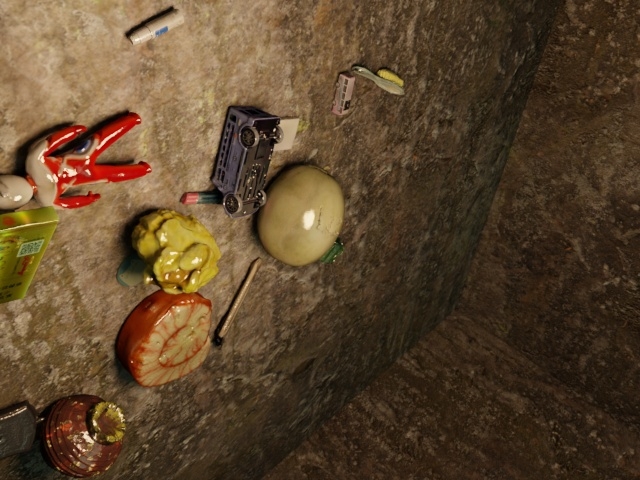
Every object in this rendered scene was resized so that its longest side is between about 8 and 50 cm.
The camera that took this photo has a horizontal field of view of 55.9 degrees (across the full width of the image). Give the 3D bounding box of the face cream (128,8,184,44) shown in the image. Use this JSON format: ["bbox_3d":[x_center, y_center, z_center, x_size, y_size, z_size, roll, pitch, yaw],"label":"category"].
[{"bbox_3d":[-0.352,-0.453,1.288,0.130,0.034,0.034,-39,147,-26],"label":"face cream"}]

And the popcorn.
[{"bbox_3d":[-0.379,0.029,1.580,0.194,0.255,0.256,-32,123,3],"label":"popcorn"}]

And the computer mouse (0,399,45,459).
[{"bbox_3d":[-0.838,0.498,1.534,0.264,0.088,0.147,-12,114,-49],"label":"computer mouse"}]

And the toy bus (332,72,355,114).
[{"bbox_3d":[0.072,-0.456,1.885,0.037,0.052,0.131,-27,140,-42],"label":"toy bus"}]

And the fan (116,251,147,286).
[{"bbox_3d":[-0.497,0.090,1.680,0.113,0.005,0.175,-52,149,-6],"label":"fan"}]

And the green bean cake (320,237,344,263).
[{"bbox_3d":[0.000,0.000,2.108,0.107,0.208,0.193,-54,149,5],"label":"green bean cake"}]

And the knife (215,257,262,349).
[{"bbox_3d":[-0.288,0.216,2.087,0.365,0.043,0.089,-63,-177,12],"label":"knife"}]

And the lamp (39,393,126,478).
[{"bbox_3d":[-0.661,0.545,1.694,0.247,0.247,0.247,-36,146,-29],"label":"lamp"}]

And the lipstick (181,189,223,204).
[{"bbox_3d":[-0.296,-0.119,1.715,0.234,0.053,0.054,-9,129,-47],"label":"lipstick"}]

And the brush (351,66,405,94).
[{"bbox_3d":[0.197,-0.542,1.977,0.296,0.068,0.060,5,97,-55],"label":"brush"}]

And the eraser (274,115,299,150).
[{"bbox_3d":[-0.130,-0.313,1.772,0.150,0.023,0.104,-17,135,-48],"label":"eraser"}]

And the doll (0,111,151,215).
[{"bbox_3d":[-0.541,-0.146,1.286,0.384,0.099,0.189,-32,134,-40],"label":"doll"}]

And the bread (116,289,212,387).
[{"bbox_3d":[-0.465,0.295,1.835,0.295,0.114,0.328,-24,140,-40],"label":"bread"}]

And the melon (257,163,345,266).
[{"bbox_3d":[-0.054,-0.082,1.879,0.268,0.268,0.330,21,95,-60],"label":"melon"}]

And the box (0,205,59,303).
[{"bbox_3d":[-0.664,0.047,1.238,0.173,0.043,0.311,-18,158,-47],"label":"box"}]

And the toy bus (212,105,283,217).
[{"bbox_3d":[-0.210,-0.213,1.652,0.125,0.133,0.292,-20,135,-53],"label":"toy bus"}]
